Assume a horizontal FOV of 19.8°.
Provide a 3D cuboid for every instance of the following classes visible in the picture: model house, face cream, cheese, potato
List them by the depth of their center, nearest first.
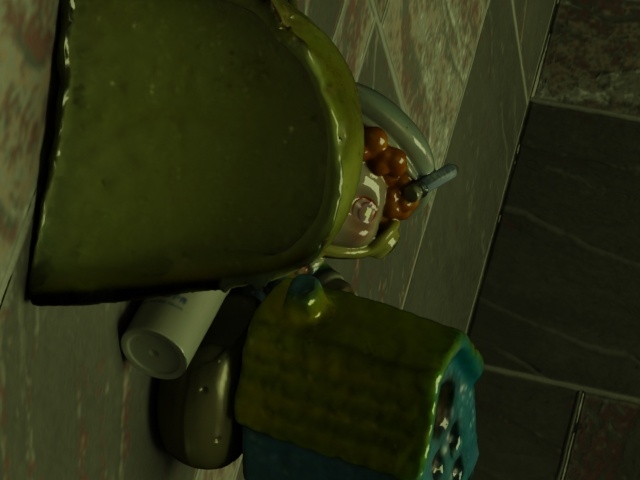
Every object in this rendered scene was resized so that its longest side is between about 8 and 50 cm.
[{"bbox_3d":[-0.082,-0.093,1.636,0.213,0.280,0.330,-25,124,-69],"label":"potato"},{"bbox_3d":[-0.128,0.033,1.943,0.077,0.077,0.250,87,21,-43],"label":"face cream"},{"bbox_3d":[0.039,0.181,2.015,0.303,0.237,0.215,86,28,-42],"label":"model house"},{"bbox_3d":[-0.120,0.172,2.059,0.175,0.091,0.202,-57,156,-49],"label":"cheese"}]

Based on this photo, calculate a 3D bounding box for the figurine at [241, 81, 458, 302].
[{"bbox_3d":[-0.029,-0.011,2.201,0.382,0.224,0.205,-54,-173,-1],"label":"figurine"}]

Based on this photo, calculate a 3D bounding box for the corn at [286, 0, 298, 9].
[{"bbox_3d":[-0.101,-0.130,1.832,0.122,0.123,0.305,-31,130,-68],"label":"corn"}]
